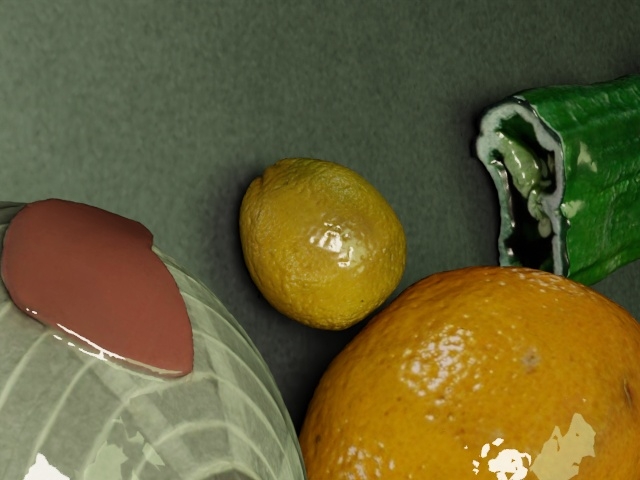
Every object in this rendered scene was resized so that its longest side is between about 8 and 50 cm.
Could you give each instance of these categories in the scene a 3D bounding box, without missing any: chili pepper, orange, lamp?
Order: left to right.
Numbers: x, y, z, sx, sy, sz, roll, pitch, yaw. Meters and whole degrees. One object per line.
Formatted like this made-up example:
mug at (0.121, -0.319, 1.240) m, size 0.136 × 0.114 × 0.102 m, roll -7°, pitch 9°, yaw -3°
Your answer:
lamp at (-0.109, 0.110, 0.607) m, size 0.233 × 0.233 × 0.265 m, roll 13°, pitch 76°, yaw -45°
orange at (0.000, 0.000, 0.836) m, size 0.085 × 0.085 × 0.095 m, roll -29°, pitch 88°, yaw -44°
orange at (0.084, 0.115, 0.846) m, size 0.224 × 0.170 × 0.224 m, roll -43°, pitch 156°, yaw -24°
chili pepper at (0.218, -0.061, 1.058) m, size 0.270 × 0.099 × 0.136 m, roll -24°, pitch 96°, yaw -40°
